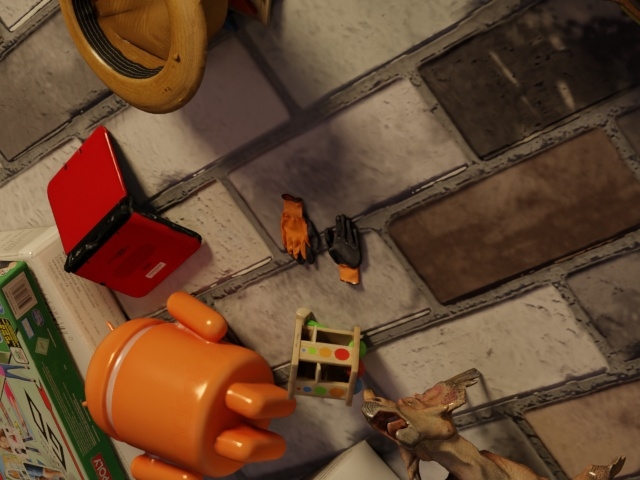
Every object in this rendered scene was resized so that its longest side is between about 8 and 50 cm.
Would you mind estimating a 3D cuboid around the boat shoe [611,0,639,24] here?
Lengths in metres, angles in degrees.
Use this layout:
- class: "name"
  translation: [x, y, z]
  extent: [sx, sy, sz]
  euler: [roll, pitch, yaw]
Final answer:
- class: "boat shoe"
  translation: [0.190, -0.195, 1.079]
  extent: [0.307, 0.111, 0.104]
  euler: [45, 140, 3]

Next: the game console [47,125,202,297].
- class: "game console"
  translation: [-0.187, -0.024, 1.642]
  extent: [0.124, 0.085, 0.144]
  euler: [23, 147, -21]

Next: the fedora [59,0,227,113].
- class: "fedora"
  translation: [-0.132, -0.194, 1.382]
  extent: [0.194, 0.079, 0.194]
  euler: [31, 135, 37]

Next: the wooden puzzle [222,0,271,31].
- class: "wooden puzzle"
  translation: [-0.068, -0.209, 1.376]
  extent: [0.078, 0.014, 0.116]
  euler: [24, 136, 26]

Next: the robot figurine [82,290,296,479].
- class: "robot figurine"
  translation: [-0.131, 0.144, 1.647]
  extent: [0.219, 0.128, 0.158]
  euler: [16, 135, 31]

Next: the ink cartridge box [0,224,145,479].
- class: "ink cartridge box"
  translation: [-0.287, 0.130, 1.821]
  extent: [0.261, 0.066, 0.296]
  euler: [-6, 118, 45]

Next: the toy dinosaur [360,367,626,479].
- class: "toy dinosaur"
  translation: [0.138, 0.218, 1.479]
  extent: [0.200, 0.127, 0.296]
  euler: [32, 152, 28]

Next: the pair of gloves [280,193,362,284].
- class: "pair of gloves"
  translation: [0.000, 0.000, 1.496]
  extent: [0.083, 0.010, 0.074]
  euler: [19, 134, 28]

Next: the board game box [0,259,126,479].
- class: "board game box"
  translation: [-0.324, 0.160, 1.792]
  extent: [0.213, 0.046, 0.317]
  euler: [3, 124, 40]

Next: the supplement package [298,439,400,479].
- class: "supplement package"
  translation: [-0.009, 0.315, 1.674]
  extent: [0.139, 0.134, 0.244]
  euler: [49, 141, -2]

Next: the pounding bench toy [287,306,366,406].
- class: "pounding bench toy"
  translation: [0.008, 0.097, 1.544]
  extent: [0.065, 0.083, 0.052]
  euler: [6, 137, -2]
